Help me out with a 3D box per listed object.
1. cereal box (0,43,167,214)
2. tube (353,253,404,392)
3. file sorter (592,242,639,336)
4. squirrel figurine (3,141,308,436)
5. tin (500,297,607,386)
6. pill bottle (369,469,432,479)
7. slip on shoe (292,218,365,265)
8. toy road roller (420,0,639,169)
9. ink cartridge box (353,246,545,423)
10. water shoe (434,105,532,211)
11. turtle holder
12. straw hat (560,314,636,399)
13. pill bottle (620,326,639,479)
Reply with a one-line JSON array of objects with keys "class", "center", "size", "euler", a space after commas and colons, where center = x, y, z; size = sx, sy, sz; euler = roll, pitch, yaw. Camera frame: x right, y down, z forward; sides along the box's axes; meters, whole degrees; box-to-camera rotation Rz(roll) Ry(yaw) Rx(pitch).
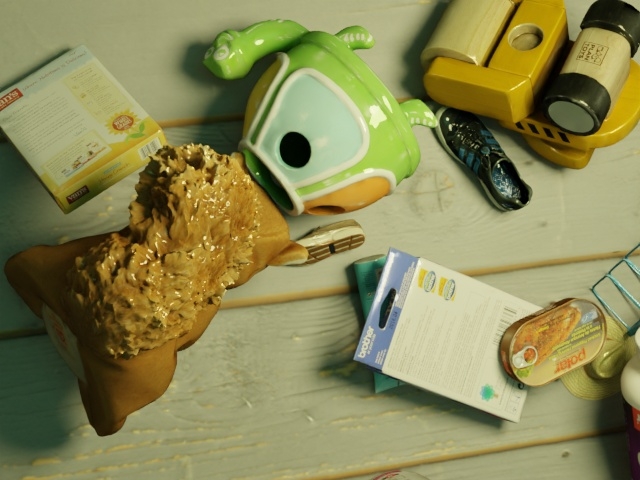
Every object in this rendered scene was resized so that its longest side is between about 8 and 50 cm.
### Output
[{"class": "cereal box", "center": [-0.344, -0.161, 1.680], "size": [0.173, 0.047, 0.240], "euler": [-34, 53, -13]}, {"class": "tube", "center": [0.100, 0.127, 1.853], "size": [0.080, 0.052, 0.207], "euler": [-14, 96, -10]}, {"class": "file sorter", "center": [0.534, 0.052, 1.920], "size": [0.170, 0.118, 0.104], "euler": [-41, 80, -12]}, {"class": "squirrel figurine", "center": [-0.182, 0.033, 1.618], "size": [0.370, 0.397, 0.281], "euler": [-30, 85, -26]}, {"class": "tin", "center": [0.362, 0.157, 1.866], "size": [0.189, 0.040, 0.106], "euler": [-21, 97, -24]}, {"class": "pill bottle", "center": [0.150, 0.429, 1.730], "size": [0.160, 0.283, 0.160], "euler": [1, 87, -13]}, {"class": "slip on shoe", "center": [0.000, 0.000, 1.836], "size": [0.135, 0.051, 0.041], "euler": [-18, 52, -6]}, {"class": "toy road roller", "center": [0.337, -0.243, 1.863], "size": [0.329, 0.241, 0.202], "euler": [19, 66, 23]}, {"class": "ink cartridge box", "center": [0.196, 0.145, 1.840], "size": [0.311, 0.065, 0.186], "euler": [23, 82, -25]}, {"class": "water shoe", "center": [0.262, -0.136, 1.883], "size": [0.073, 0.080, 0.203], "euler": [-43, 98, -12]}, {"class": "turtle holder", "center": [-0.011, -0.182, 1.731], "size": [0.227, 0.243, 0.320], "euler": [-40, 110, -12]}, {"class": "straw hat", "center": [0.458, 0.191, 1.929], "size": [0.144, 0.061, 0.145], "euler": [1, 87, -13]}, {"class": "pill bottle", "center": [0.559, 0.282, 1.840], "size": [0.181, 0.181, 0.323], "euler": [-20, 115, -14]}]
